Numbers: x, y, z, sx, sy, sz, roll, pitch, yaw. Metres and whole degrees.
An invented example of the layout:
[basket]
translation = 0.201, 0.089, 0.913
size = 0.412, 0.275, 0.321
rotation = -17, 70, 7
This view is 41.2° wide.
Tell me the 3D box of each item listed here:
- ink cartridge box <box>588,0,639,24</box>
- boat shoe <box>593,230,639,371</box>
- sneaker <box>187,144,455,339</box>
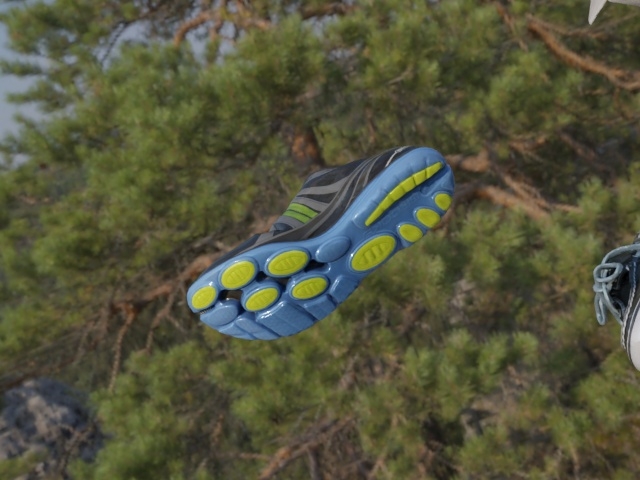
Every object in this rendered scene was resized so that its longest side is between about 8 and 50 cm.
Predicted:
[ink cartridge box]
translation = 0.215, -0.203, 0.486
size = 0.062, 0.104, 0.181
rotation = 11, -12, 2
[boat shoe]
translation = 0.348, 0.051, 0.914
size = 0.105, 0.113, 0.306
rotation = 7, 26, 29
[sneaker]
translation = 0.000, 0.000, 0.557
size = 0.188, 0.067, 0.078
rotation = -34, 23, -4
